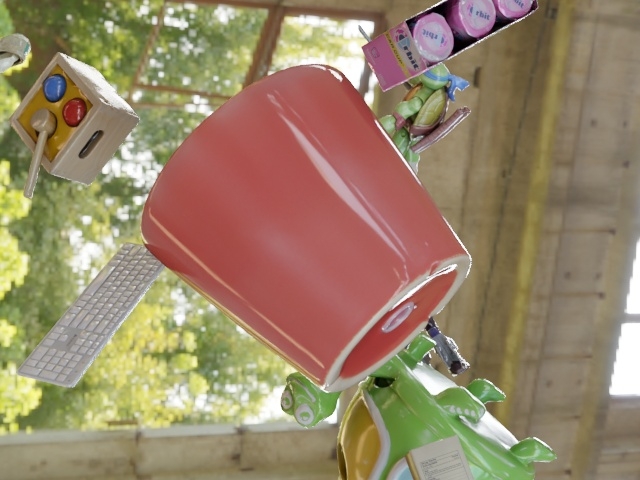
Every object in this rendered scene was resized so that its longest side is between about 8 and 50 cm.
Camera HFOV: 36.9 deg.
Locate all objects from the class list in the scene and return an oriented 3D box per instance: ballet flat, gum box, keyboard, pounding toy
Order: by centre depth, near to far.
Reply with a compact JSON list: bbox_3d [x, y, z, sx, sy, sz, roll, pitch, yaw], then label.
[{"bbox_3d":[0.155,-0.251,1.128,0.062,0.188,0.107,62,-24,-7],"label":"gum box"},{"bbox_3d":[-0.264,0.082,1.152,0.256,0.072,0.014,-60,159,-49],"label":"keyboard"},{"bbox_3d":[-0.315,-0.134,1.172,0.141,0.100,0.130,-50,-118,12],"label":"pounding toy"},{"bbox_3d":[-0.536,-0.281,1.527,0.057,0.168,0.052,46,32,-48],"label":"ballet flat"}]

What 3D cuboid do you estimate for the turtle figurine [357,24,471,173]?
[{"bbox_3d":[0.114,-0.227,1.721,0.198,0.274,0.266,-96,-168,-49],"label":"turtle figurine"}]

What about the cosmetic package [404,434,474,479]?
[{"bbox_3d":[0.140,0.278,1.051,0.041,0.060,0.115,103,-29,-67],"label":"cosmetic package"}]

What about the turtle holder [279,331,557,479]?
[{"bbox_3d":[0.122,0.269,1.260,0.227,0.320,0.243,-51,-136,8],"label":"turtle holder"}]

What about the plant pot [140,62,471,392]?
[{"bbox_3d":[0.000,0.000,0.967,0.243,0.275,0.275,47,-38,20],"label":"plant pot"}]

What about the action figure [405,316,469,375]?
[{"bbox_3d":[0.150,0.115,1.675,0.285,0.185,0.099,60,17,4],"label":"action figure"}]
